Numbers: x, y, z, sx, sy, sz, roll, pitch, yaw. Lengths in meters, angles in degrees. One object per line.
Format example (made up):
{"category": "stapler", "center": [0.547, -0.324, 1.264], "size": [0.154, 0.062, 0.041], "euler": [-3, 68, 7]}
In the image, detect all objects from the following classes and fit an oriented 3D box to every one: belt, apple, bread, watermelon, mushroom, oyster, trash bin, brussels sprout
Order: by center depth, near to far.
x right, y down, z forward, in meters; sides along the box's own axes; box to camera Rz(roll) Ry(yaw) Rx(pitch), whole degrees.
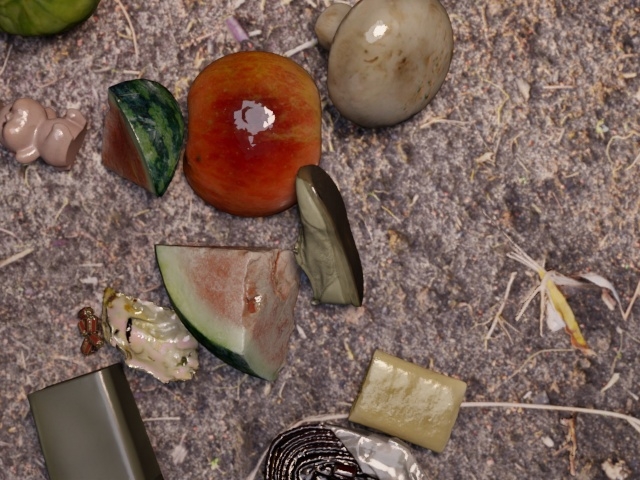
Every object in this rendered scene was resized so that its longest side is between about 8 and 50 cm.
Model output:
{"category": "mushroom", "center": [0.094, -0.323, 1.246], "size": [0.244, 0.243, 0.243], "euler": [0, 91, 2]}
{"category": "brussels sprout", "center": [-0.508, -0.450, 1.250], "size": [0.271, 0.210, 0.219], "euler": [-16, 112, 13]}
{"category": "apple", "center": [-0.122, -0.188, 1.259], "size": [0.251, 0.163, 0.292], "euler": [2, 89, 1]}
{"category": "belt", "center": [0.050, 0.415, 1.264], "size": [0.289, 0.164, 0.184], "euler": [11, 69, 9]}
{"category": "watermelon", "center": [-0.297, -0.166, 1.277], "size": [0.136, 0.202, 0.207], "euler": [-12, 84, -25]}
{"category": "watermelon", "center": [-0.147, 0.098, 1.280], "size": [0.232, 0.193, 0.310], "euler": [-36, 79, 18]}
{"category": "trash bin", "center": [-0.393, 0.353, 1.296], "size": [0.164, 0.122, 0.240], "euler": [-17, 88, 2]}
{"category": "bread", "center": [0.154, 0.283, 1.305], "size": [0.178, 0.060, 0.139], "euler": [22, 92, 1]}
{"category": "oyster", "center": [-0.311, 0.178, 1.316], "size": [0.209, 0.072, 0.132], "euler": [26, 60, -12]}

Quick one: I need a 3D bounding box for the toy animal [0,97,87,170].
{"category": "toy animal", "center": [-0.527, -0.198, 1.295], "size": [0.213, 0.124, 0.124], "euler": [17, 91, -2]}

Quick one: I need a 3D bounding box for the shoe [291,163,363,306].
{"category": "shoe", "center": [0.000, 0.000, 1.259], "size": [0.098, 0.103, 0.274], "euler": [-11, 114, 13]}

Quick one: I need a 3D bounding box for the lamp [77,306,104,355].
{"category": "lamp", "center": [-0.417, 0.161, 1.331], "size": [0.063, 0.031, 0.083], "euler": [-28, 77, 38]}
